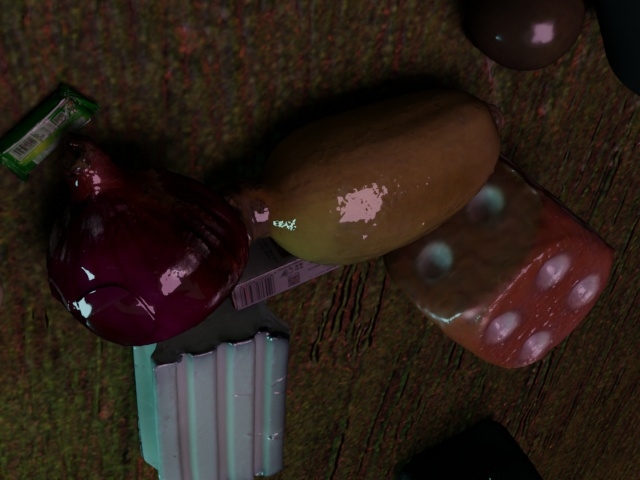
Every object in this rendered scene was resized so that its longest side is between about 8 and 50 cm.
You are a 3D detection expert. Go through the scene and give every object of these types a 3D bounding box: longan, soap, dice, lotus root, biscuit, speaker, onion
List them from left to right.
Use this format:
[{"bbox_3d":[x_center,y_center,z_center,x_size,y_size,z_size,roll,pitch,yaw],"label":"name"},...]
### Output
[{"bbox_3d":[-0.221,-0.088,0.934,0.089,0.016,0.046,-40,144,5],"label":"biscuit"},{"bbox_3d":[-0.163,0.005,0.959,0.173,0.135,0.198,-12,139,28],"label":"onion"},{"bbox_3d":[-0.114,0.164,1.223,0.150,0.094,0.261,-15,138,-19],"label":"soap"},{"bbox_3d":[0.052,-0.056,1.087,0.303,0.131,0.146,-21,138,-19],"label":"lotus root"},{"bbox_3d":[0.227,0.430,1.684,0.180,0.184,0.388,-25,142,-16],"label":"speaker"},{"bbox_3d":[0.189,0.015,1.234,0.179,0.175,0.174,-48,140,14],"label":"dice"},{"bbox_3d":[0.183,-0.203,1.077,0.106,0.106,0.119,0,171,-38],"label":"longan"}]

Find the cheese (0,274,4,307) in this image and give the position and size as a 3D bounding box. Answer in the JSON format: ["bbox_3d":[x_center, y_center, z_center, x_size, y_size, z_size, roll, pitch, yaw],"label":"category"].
[{"bbox_3d":[-0.370,0.108,0.918,0.263,0.093,0.159,-45,168,12],"label":"cheese"}]

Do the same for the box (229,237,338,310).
[{"bbox_3d":[0.000,0.000,1.167,0.218,0.055,0.039,-24,141,-17],"label":"box"}]

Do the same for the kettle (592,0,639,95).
[{"bbox_3d":[0.343,-0.304,1.013,0.262,0.203,0.308,-36,139,1],"label":"kettle"}]
